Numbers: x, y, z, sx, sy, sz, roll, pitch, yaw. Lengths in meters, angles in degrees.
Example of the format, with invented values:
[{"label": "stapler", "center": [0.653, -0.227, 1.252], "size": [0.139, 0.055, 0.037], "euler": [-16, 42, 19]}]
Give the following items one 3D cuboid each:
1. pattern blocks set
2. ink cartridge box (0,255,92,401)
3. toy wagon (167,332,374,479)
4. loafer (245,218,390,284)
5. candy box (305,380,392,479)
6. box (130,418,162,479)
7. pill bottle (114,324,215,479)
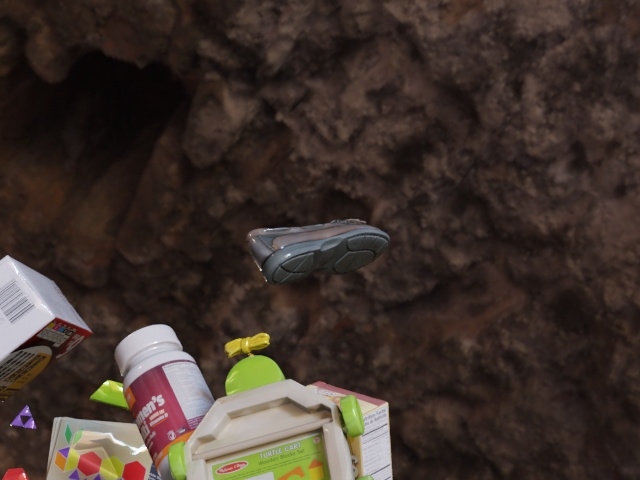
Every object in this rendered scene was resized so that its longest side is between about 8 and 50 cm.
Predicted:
[{"label": "pattern blocks set", "center": [-0.385, 0.385, 1.834], "size": [0.324, 0.285, 0.026], "euler": [22, -20, -7]}, {"label": "ink cartridge box", "center": [-0.549, 0.177, 1.757], "size": [0.130, 0.272, 0.309], "euler": [51, -6, 7]}, {"label": "toy wagon", "center": [-0.068, 0.286, 1.418], "size": [0.267, 0.344, 0.068], "euler": [-16, -37, 7]}, {"label": "loafer", "center": [0.000, 0.000, 1.618], "size": [0.084, 0.267, 0.096], "euler": [50, -55, 25]}, {"label": "candy box", "center": [0.044, 0.440, 1.987], "size": [0.183, 0.087, 0.317], "euler": [9, -70, 45]}, {"label": "box", "center": [-0.386, 0.600, 2.198], "size": [0.212, 0.395, 0.294], "euler": [27, -69, -5]}, {"label": "pill bottle", "center": [-0.226, 0.244, 1.603], "size": [0.221, 0.121, 0.121], "euler": [59, -27, 29]}]
